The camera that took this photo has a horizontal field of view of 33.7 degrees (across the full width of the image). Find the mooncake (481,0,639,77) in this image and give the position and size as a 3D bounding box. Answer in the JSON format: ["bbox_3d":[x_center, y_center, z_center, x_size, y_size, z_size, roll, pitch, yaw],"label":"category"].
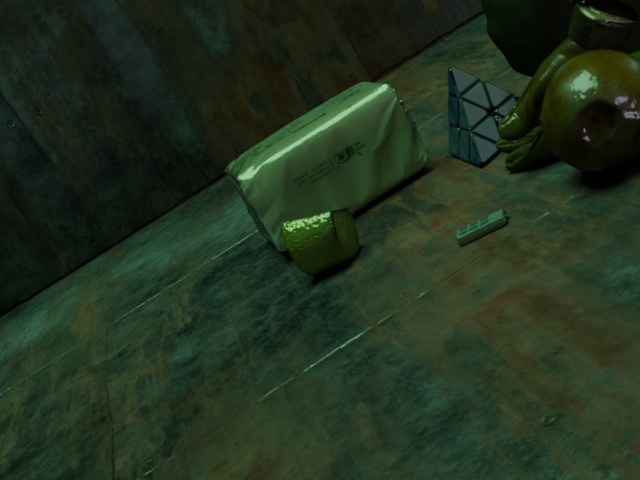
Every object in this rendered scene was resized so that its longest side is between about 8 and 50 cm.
[{"bbox_3d":[0.476,-0.463,1.974,0.356,0.356,0.194,-35,22,-13],"label":"mooncake"}]

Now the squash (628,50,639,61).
[{"bbox_3d":[0.560,-0.286,1.749,0.292,0.082,0.082,-17,20,46],"label":"squash"}]

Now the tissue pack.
[{"bbox_3d":[0.007,-0.160,2.215,0.380,0.207,0.297,-32,13,-3],"label":"tissue pack"}]

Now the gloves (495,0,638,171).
[{"bbox_3d":[0.404,-0.243,1.744,0.331,0.141,0.154,-63,-5,32],"label":"gloves"}]

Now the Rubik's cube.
[{"bbox_3d":[0.287,-0.216,1.996,0.211,0.190,0.178,-29,31,29],"label":"Rubik's cube"}]

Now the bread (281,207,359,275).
[{"bbox_3d":[0.000,0.000,1.890,0.114,0.111,0.129,-21,2,23],"label":"bread"}]

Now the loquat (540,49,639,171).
[{"bbox_3d":[0.416,-0.194,1.566,0.179,0.179,0.227,-26,7,22],"label":"loquat"}]

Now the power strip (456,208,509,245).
[{"bbox_3d":[0.249,-0.021,1.632,0.090,0.016,0.040,-27,14,19],"label":"power strip"}]
